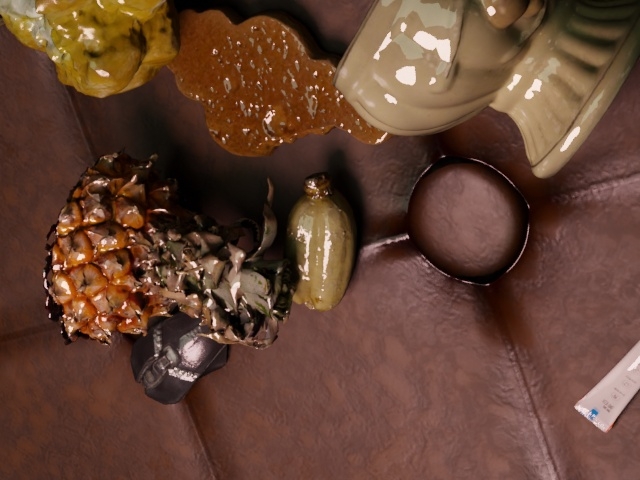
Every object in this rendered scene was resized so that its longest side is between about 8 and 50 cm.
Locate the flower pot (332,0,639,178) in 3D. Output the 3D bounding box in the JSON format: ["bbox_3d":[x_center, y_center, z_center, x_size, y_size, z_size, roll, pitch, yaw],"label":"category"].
[{"bbox_3d":[0.183,-0.212,1.307,0.244,0.307,0.307,30,121,-1],"label":"flower pot"}]

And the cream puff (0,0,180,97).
[{"bbox_3d":[-0.263,-0.337,1.555,0.274,0.270,0.323,-47,59,-5],"label":"cream puff"}]

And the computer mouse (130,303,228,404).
[{"bbox_3d":[-0.196,0.155,1.776,0.192,0.062,0.106,-42,84,32],"label":"computer mouse"}]

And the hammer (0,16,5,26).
[{"bbox_3d":[-0.478,-0.281,1.811,0.292,0.029,0.058,-15,101,31],"label":"hammer"}]

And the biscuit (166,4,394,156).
[{"bbox_3d":[-0.049,-0.184,1.583,0.320,0.047,0.183,11,114,27],"label":"biscuit"}]

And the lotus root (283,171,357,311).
[{"bbox_3d":[0.001,0.000,1.599,0.090,0.077,0.183,12,116,19],"label":"lotus root"}]

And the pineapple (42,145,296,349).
[{"bbox_3d":[-0.155,0.036,1.601,0.271,0.262,0.262,13,113,25],"label":"pineapple"}]

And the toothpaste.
[{"bbox_3d":[0.355,0.141,1.475,0.048,0.031,0.190,39,125,10],"label":"toothpaste"}]
